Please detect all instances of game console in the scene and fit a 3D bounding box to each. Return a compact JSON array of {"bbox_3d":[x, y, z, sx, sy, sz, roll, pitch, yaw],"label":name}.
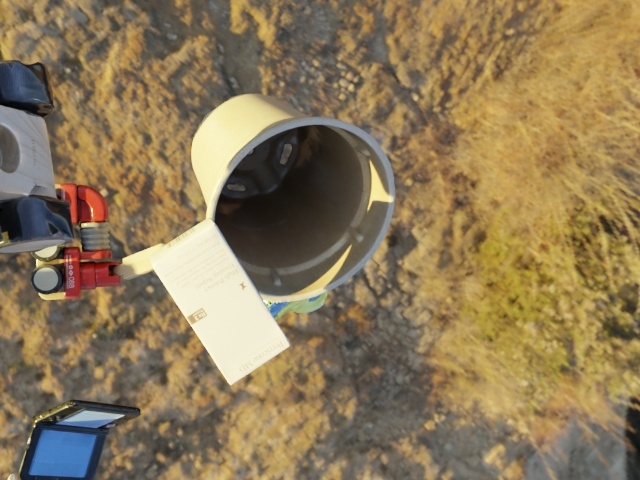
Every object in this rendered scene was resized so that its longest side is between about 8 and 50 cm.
[{"bbox_3d":[-0.296,0.251,1.099,0.107,0.071,0.122,-26,153,25],"label":"game console"}]

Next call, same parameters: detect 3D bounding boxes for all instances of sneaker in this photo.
[{"bbox_3d":[-0.086,0.094,1.710,0.240,0.091,0.126,-19,132,-37],"label":"sneaker"}]

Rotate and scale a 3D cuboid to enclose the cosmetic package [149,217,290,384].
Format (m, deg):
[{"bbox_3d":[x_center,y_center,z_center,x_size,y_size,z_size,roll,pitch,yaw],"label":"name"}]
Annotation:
[{"bbox_3d":[-0.154,0.093,1.361,0.117,0.085,0.231,-33,106,-6],"label":"cosmetic package"}]

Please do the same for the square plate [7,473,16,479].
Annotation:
[{"bbox_3d":[-0.520,0.588,1.392,0.049,0.347,0.344,15,145,-2],"label":"square plate"}]

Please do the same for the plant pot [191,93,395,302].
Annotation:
[{"bbox_3d":[-0.083,-0.109,1.570,0.334,0.305,0.334,-11,121,-20],"label":"plant pot"}]

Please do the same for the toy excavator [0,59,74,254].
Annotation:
[{"bbox_3d":[-0.564,-0.064,0.966,0.445,0.222,0.433,-12,176,16],"label":"toy excavator"}]

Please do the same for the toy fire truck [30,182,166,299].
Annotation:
[{"bbox_3d":[-0.422,-0.001,1.678,0.246,0.158,0.217,-2,88,-13],"label":"toy fire truck"}]
